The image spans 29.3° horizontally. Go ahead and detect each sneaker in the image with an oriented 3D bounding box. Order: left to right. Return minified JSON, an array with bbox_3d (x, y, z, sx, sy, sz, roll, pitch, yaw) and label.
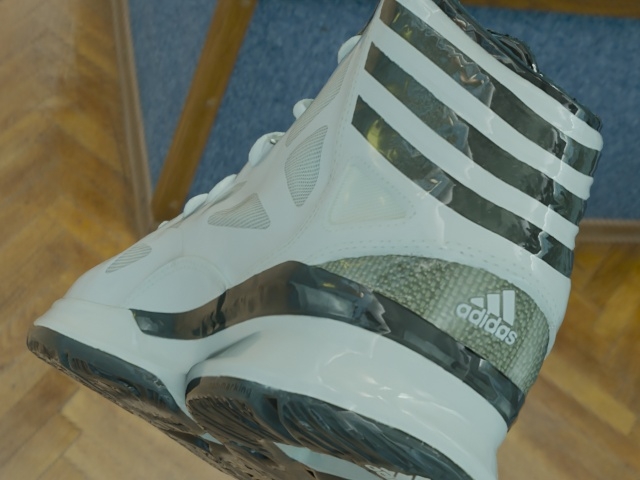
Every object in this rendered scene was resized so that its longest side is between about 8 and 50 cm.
[{"bbox_3d":[0.001,0.001,0.678,0.169,0.447,0.257,36,72,-23],"label":"sneaker"}]
